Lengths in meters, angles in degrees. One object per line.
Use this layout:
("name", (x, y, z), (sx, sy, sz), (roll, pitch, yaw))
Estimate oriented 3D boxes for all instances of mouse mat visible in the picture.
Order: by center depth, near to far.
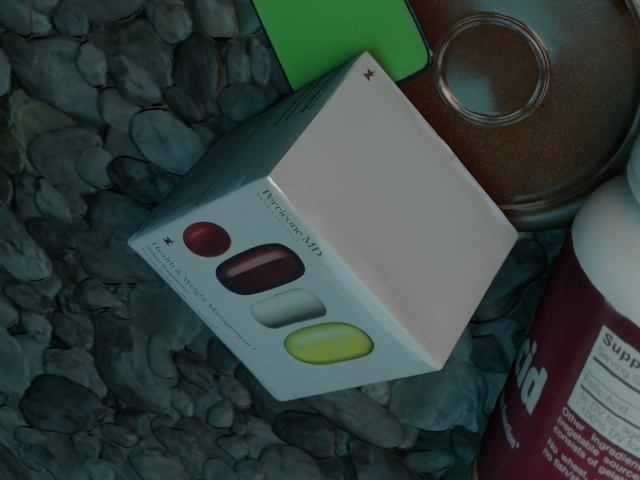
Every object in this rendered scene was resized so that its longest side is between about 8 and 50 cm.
("mouse mat", (-0.002, -0.192, 0.818), (0.152, 0.007, 0.190), (-18, 97, 49))

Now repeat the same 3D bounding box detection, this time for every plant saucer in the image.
("plant saucer", (0.132, -0.134, 0.817), (0.310, 0.050, 0.311), (11, 122, 19))

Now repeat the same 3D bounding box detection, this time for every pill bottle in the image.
("pill bottle", (0.260, 0.089, 0.782), (0.224, 0.224, 0.392), (22, 125, 10))

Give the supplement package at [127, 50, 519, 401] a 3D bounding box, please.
("supplement package", (0.000, 0.000, 0.847), (0.194, 0.149, 0.203), (48, 144, -16))
